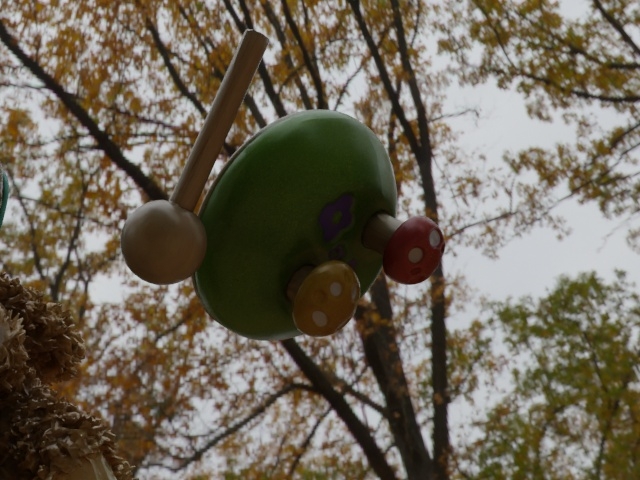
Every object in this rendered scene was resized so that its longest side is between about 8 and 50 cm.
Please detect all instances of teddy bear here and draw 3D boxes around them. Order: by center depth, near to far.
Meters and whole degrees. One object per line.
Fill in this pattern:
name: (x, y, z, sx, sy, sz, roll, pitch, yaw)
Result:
teddy bear: (-0.268, 0.091, 0.534, 0.338, 0.245, 0.113, 38, -46, 4)

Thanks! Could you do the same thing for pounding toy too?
pounding toy: (0.000, 0.000, 0.555, 0.183, 0.110, 0.237, -56, -38, -2)

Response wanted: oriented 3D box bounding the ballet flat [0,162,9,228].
ballet flat: (-0.410, 0.123, 0.735, 0.164, 0.483, 0.182, 4, -6, 26)
